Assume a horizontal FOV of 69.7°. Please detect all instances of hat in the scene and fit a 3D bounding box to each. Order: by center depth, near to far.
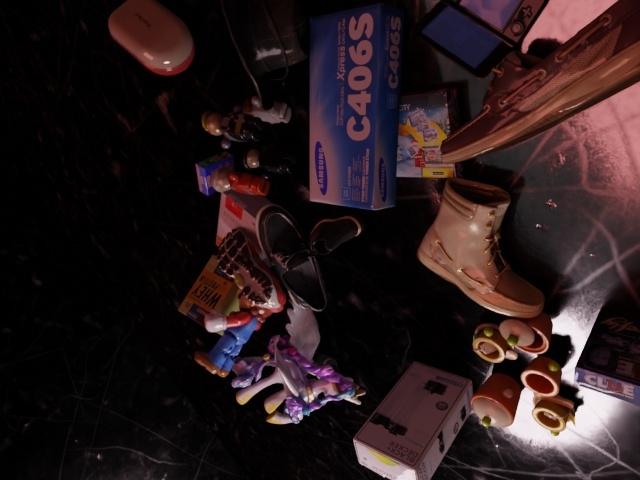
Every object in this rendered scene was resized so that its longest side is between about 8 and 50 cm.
[{"bbox_3d":[-0.086,-0.417,0.865,0.134,0.331,0.330,-13,113,7],"label":"hat"}]

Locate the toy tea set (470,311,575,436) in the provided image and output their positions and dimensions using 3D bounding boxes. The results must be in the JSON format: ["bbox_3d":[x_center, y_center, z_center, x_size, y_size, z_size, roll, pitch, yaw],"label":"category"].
[{"bbox_3d":[0.396,0.288,0.950,0.200,0.124,0.335,4,125,44],"label":"toy tea set"}]

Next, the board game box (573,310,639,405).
[{"bbox_3d":[0.551,0.201,0.716,0.244,0.165,0.042,12,125,39],"label":"board game box"}]

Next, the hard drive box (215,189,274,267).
[{"bbox_3d":[-0.211,-0.031,1.362,0.181,0.089,0.232,38,138,18],"label":"hard drive box"}]

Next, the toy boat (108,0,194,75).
[{"bbox_3d":[-0.427,-0.515,1.205,0.231,0.151,0.151,42,170,15],"label":"toy boat"}]

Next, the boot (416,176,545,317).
[{"bbox_3d":[0.323,0.012,0.864,0.262,0.095,0.203,35,136,25],"label":"boot"}]

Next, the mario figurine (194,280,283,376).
[{"bbox_3d":[-0.241,0.224,1.343,0.170,0.320,0.198,39,166,-11],"label":"mario figurine"}]

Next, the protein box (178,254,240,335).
[{"bbox_3d":[-0.297,0.190,1.463,0.136,0.201,0.200,22,165,33],"label":"protein box"}]

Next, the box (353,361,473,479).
[{"bbox_3d":[0.232,0.435,1.107,0.169,0.290,0.087,11,125,41],"label":"box"}]

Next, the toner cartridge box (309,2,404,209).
[{"bbox_3d":[0.062,-0.240,0.867,0.165,0.075,0.347,13,109,42],"label":"toner cartridge box"}]

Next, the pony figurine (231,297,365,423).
[{"bbox_3d":[-0.088,0.387,1.364,0.364,0.302,0.350,-22,108,25],"label":"pony figurine"}]

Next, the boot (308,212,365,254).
[{"bbox_3d":[0.000,0.000,1.136,0.076,0.137,0.198,56,142,-3],"label":"boot"}]

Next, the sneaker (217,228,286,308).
[{"bbox_3d":[-0.188,0.085,1.259,0.279,0.107,0.118,53,-170,33],"label":"sneaker"}]

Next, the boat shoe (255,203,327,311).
[{"bbox_3d":[-0.066,0.060,1.234,0.113,0.127,0.339,30,143,56],"label":"boat shoe"}]

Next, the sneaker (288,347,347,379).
[{"bbox_3d":[-0.001,0.399,1.486,0.234,0.078,0.106,39,135,13],"label":"sneaker"}]

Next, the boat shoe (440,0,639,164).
[{"bbox_3d":[0.313,-0.226,0.687,0.342,0.123,0.123,-28,83,51],"label":"boat shoe"}]

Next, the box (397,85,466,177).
[{"bbox_3d":[0.158,-0.205,0.899,0.233,0.044,0.159,9,123,41],"label":"box"}]

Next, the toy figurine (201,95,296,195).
[{"bbox_3d":[-0.167,-0.224,1.077,0.148,0.213,0.209,12,127,23],"label":"toy figurine"}]

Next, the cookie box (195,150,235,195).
[{"bbox_3d":[-0.297,-0.192,1.312,0.040,0.107,0.091,27,134,29],"label":"cookie box"}]

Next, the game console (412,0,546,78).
[{"bbox_3d":[0.235,-0.341,0.692,0.144,0.085,0.124,41,140,14],"label":"game console"}]
